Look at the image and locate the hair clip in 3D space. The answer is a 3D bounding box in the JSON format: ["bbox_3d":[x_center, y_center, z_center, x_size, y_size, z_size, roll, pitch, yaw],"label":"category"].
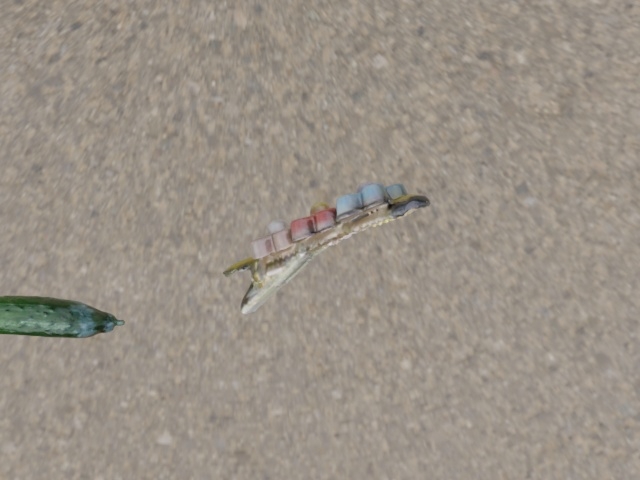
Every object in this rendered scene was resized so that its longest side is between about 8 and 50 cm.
[{"bbox_3d":[-0.003,-0.006,0.947,0.214,0.062,0.056,-33,76,40],"label":"hair clip"}]

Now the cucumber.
[{"bbox_3d":[-0.242,0.066,1.062,0.155,0.037,0.037,4,108,-25],"label":"cucumber"}]
